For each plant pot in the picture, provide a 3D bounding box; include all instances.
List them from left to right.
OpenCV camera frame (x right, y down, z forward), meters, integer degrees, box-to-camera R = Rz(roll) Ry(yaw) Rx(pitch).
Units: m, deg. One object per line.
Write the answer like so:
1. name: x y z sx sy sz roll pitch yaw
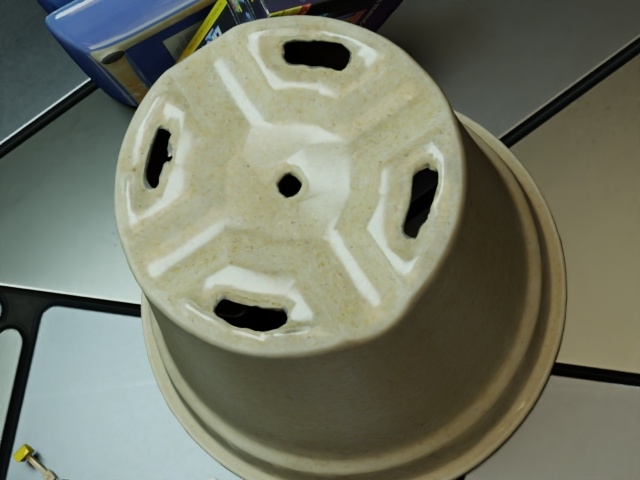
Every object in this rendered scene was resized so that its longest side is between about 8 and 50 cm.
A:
1. plant pot: -0.131 -0.244 1.320 0.236 0.236 0.212 -28 79 0
2. plant pot: 0.000 0.000 1.185 0.334 0.305 0.334 -3 74 9

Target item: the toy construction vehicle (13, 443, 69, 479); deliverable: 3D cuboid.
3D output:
1. toy construction vehicle: -0.220 0.217 1.307 0.098 0.035 0.086 42 96 20

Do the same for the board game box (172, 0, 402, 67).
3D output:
1. board game box: -0.021 -0.160 1.278 0.141 0.170 0.048 -18 76 -30

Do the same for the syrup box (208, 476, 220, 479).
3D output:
1. syrup box: -0.011 0.280 1.219 0.237 0.093 0.096 39 84 17
